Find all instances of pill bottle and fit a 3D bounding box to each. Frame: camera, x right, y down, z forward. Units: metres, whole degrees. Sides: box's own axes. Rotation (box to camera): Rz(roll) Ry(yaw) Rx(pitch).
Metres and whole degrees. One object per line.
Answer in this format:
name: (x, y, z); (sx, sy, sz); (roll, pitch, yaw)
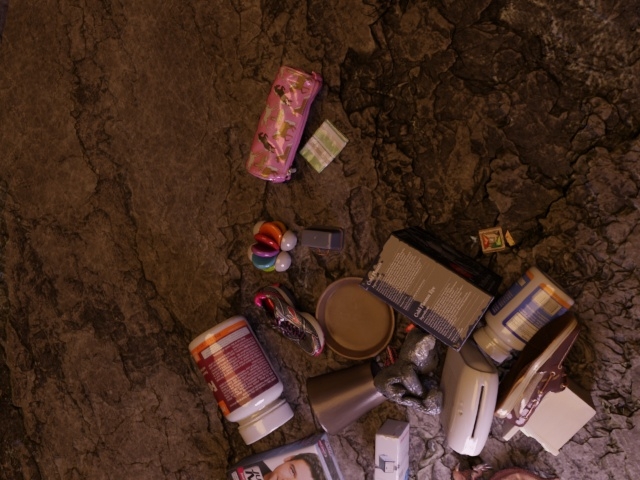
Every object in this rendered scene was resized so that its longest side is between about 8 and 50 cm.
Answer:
pill bottle: (0.573, 0.217, 1.529); (0.152, 0.152, 0.272); (44, 108, 14)
pill bottle: (-0.269, 0.478, 1.841); (0.224, 0.224, 0.392); (-35, 79, 20)

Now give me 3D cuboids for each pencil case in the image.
pencil case: (-0.120, -0.385, 1.775); (0.167, 0.160, 0.386); (17, 99, -9)

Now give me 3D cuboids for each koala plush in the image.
koala plush: (0.283, 0.377, 1.616); (0.203, 0.196, 0.221); (18, 90, -2)

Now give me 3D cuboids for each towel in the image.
towel: (0.010, -0.318, 1.797); (0.152, 0.023, 0.113); (-46, 76, 18)

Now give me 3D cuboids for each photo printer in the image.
photo printer: (0.416, 0.439, 1.517); (0.107, 0.307, 0.256); (11, 96, 4)

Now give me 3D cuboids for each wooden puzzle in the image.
wooden puzzle: (0.520, -0.002, 1.613); (0.116, 0.014, 0.079); (-19, 85, 22)

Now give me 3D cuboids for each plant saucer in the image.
plant saucer: (0.117, 0.256, 1.774); (0.277, 0.041, 0.278); (1, 94, 22)

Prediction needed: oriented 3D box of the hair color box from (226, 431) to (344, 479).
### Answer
hair color box: (-0.124, 0.825, 1.859); (0.374, 0.113, 0.185); (-25, 83, 20)

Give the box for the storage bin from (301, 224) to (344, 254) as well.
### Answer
storage bin: (0.000, 0.000, 1.781); (0.135, 0.091, 0.098); (7, 95, 22)

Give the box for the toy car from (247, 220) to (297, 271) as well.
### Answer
toy car: (-0.180, 0.021, 1.829); (0.159, 0.136, 0.182); (19, 100, 20)

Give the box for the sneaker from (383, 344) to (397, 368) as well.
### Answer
sneaker: (0.225, 0.401, 1.739); (0.057, 0.047, 0.119); (-17, 85, 33)

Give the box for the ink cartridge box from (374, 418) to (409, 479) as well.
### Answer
ink cartridge box: (0.230, 0.688, 1.696); (0.082, 0.139, 0.191); (1, 92, 24)

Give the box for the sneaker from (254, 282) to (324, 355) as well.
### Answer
sneaker: (-0.108, 0.280, 1.810); (0.299, 0.112, 0.121); (44, 121, 20)

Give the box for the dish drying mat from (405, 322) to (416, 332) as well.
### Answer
dish drying mat: (0.311, 0.307, 1.715); (0.032, 0.008, 0.083); (-46, 76, 18)

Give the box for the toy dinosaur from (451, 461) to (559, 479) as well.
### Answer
toy dinosaur: (0.548, 0.728, 1.585); (0.295, 0.127, 0.200); (-29, 75, 15)

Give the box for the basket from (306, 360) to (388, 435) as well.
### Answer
basket: (0.097, 0.497, 1.739); (0.226, 0.154, 0.204); (-30, 79, 17)

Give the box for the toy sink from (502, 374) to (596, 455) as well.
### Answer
toy sink: (0.648, 0.502, 1.513); (0.131, 0.153, 0.234); (41, 105, 15)

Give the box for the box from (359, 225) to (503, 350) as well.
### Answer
box: (0.327, 0.116, 1.519); (0.312, 0.343, 0.179); (32, 105, 17)

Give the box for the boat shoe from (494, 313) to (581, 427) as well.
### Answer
boat shoe: (0.594, 0.353, 1.417); (0.123, 0.123, 0.342); (32, 101, 3)
